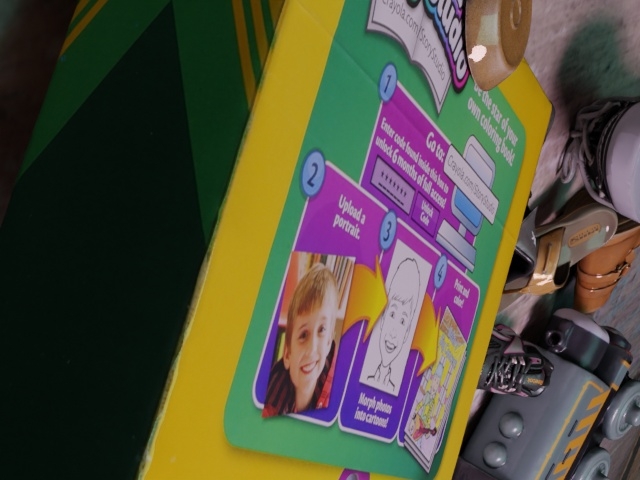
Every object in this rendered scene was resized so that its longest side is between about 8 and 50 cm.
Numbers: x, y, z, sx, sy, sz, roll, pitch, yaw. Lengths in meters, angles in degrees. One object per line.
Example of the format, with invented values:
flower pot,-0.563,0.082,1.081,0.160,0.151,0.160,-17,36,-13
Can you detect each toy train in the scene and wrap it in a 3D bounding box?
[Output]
toy train,0.243,0.235,1.229,0.190,0.142,0.334,35,84,-52

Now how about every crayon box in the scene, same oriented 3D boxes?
crayon box,0.000,0.000,0.566,0.363,0.106,0.313,34,70,-62

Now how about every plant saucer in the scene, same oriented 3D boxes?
plant saucer,0.097,-0.120,0.574,0.083,0.015,0.083,-27,120,-61

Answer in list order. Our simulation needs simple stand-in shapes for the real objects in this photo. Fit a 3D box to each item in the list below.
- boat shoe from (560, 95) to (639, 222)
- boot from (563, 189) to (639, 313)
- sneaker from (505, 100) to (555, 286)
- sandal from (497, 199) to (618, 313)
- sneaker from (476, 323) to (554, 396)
boat shoe,0.290,-0.087,1.042,0.306,0.105,0.113,-9,119,-64
boot,0.306,0.018,1.200,0.197,0.073,0.152,-20,138,-45
sneaker,0.131,-0.018,0.832,0.234,0.106,0.078,-48,150,-24
sandal,0.221,0.021,1.044,0.180,0.049,0.072,-28,131,-16
sneaker,0.182,0.121,1.074,0.178,0.077,0.072,-4,117,-57
